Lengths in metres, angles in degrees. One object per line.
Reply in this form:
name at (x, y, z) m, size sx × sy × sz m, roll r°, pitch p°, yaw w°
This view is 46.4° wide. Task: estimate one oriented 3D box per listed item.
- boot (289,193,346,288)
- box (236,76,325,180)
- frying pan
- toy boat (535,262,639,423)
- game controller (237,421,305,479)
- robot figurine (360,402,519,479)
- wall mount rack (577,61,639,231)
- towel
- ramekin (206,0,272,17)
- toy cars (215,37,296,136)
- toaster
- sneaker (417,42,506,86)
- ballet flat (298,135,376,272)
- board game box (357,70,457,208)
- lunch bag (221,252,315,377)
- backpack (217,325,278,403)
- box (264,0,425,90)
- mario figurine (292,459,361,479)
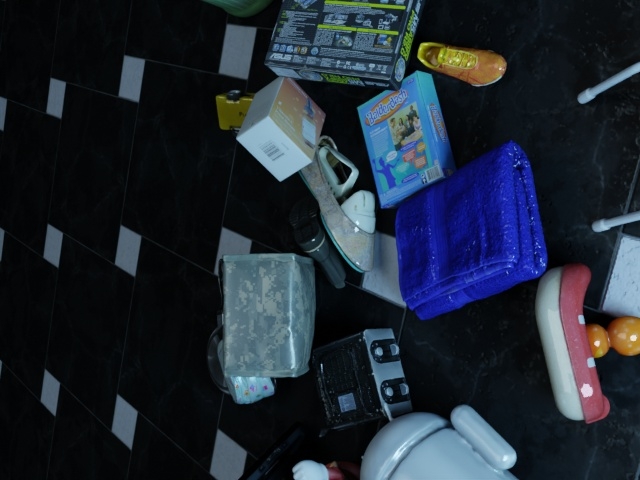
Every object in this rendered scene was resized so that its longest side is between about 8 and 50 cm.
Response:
boot at (0.000, 0.000, 1.542) m, size 0.077 × 0.137 × 0.197 m, roll -24°, pitch 31°, yaw 17°
box at (-0.075, -0.228, 1.491) m, size 0.091 × 0.130 × 0.170 m, roll -29°, pitch 31°, yaw 33°
frying pan at (-0.205, 0.218, 1.770) m, size 0.197 × 0.053 × 0.325 m, roll 11°, pitch 100°, yaw 44°
toy boat at (0.402, 0.144, 1.093) m, size 0.151 × 0.151 × 0.230 m, roll -13°, pitch 79°, yaw 15°
game controller at (-0.134, 0.483, 1.511) m, size 0.067 × 0.319 × 0.166 m, roll 30°, pitch 114°, yaw 15°
robot figurine at (0.206, 0.420, 1.220) m, size 0.353 × 0.200 × 0.299 m, roll 36°, pitch 105°, yaw 38°
wall mount rack at (0.482, -0.137, 1.008) m, size 0.304 × 0.131 × 0.349 m, roll -9°, pitch 83°, yaw 42°
towel at (0.229, -0.009, 1.236) m, size 0.308 × 0.076 × 0.227 m, roll -32°, pitch 60°, yaw 55°
ramekin at (-0.210, -0.679, 1.708) m, size 0.304 × 0.148 × 0.303 m, roll -1°, pitch 89°, yaw 46°
toy cars at (-0.066, -0.337, 1.596) m, size 0.176 × 0.087 × 0.394 m, roll 49°, pitch 128°, yaw -6°
toaster at (0.074, 0.269, 1.428) m, size 0.186 × 0.110 × 0.167 m, roll -28°, pitch 69°, yaw 42°
sneaker at (0.241, -0.307, 1.295) m, size 0.175 × 0.067 × 0.064 m, roll 20°, pitch 102°, yaw 43°
ballet flat at (0.044, -0.086, 1.474) m, size 0.106 × 0.108 × 0.316 m, roll -43°, pitch 61°, yaw 25°
board game box at (0.159, -0.184, 1.391) m, size 0.160 × 0.047 × 0.210 m, roll -24°, pitch 73°, yaw 44°
lunch bag at (-0.091, 0.145, 1.496) m, size 0.169 × 0.287 × 0.235 m, roll -2°, pitch 85°, yaw 11°
backpack at (-0.162, 0.265, 1.641) m, size 0.152 × 0.115 × 0.181 m, roll 114°, pitch 138°, yaw -80°
box at (0.047, -0.406, 1.408) m, size 0.270 × 0.060 × 0.216 m, roll 13°, pitch 83°, yaw 26°
mario figurine at (0.010, 0.509, 1.374) m, size 0.320 × 0.170 × 0.198 m, roll 109°, pitch 177°, yaw -84°
